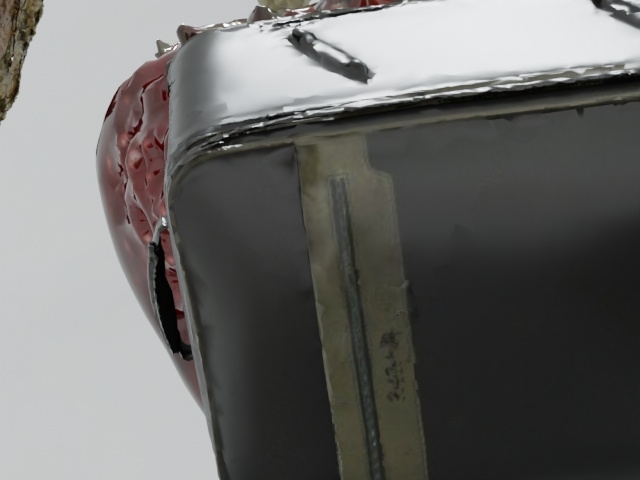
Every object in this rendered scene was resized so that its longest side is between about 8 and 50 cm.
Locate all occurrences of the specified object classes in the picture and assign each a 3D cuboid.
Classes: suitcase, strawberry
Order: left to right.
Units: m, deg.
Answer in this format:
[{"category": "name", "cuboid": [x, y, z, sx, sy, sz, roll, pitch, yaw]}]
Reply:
[{"category": "strawberry", "cuboid": [0.000, 0.000, 1.434, 0.317, 0.345, 0.295, -12, -4, 25]}, {"category": "suitcase", "cuboid": [0.123, 0.007, 1.055, 0.434, 0.283, 0.194, -6, 34, 3]}]

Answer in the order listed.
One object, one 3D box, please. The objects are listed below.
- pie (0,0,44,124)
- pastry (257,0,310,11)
[{"category": "pie", "cuboid": [-0.331, -0.205, 1.862, 0.055, 0.274, 0.274, 15, 17, 10]}, {"category": "pastry", "cuboid": [0.037, -0.301, 1.677, 0.258, 0.089, 0.121, -41, -18, -20]}]
